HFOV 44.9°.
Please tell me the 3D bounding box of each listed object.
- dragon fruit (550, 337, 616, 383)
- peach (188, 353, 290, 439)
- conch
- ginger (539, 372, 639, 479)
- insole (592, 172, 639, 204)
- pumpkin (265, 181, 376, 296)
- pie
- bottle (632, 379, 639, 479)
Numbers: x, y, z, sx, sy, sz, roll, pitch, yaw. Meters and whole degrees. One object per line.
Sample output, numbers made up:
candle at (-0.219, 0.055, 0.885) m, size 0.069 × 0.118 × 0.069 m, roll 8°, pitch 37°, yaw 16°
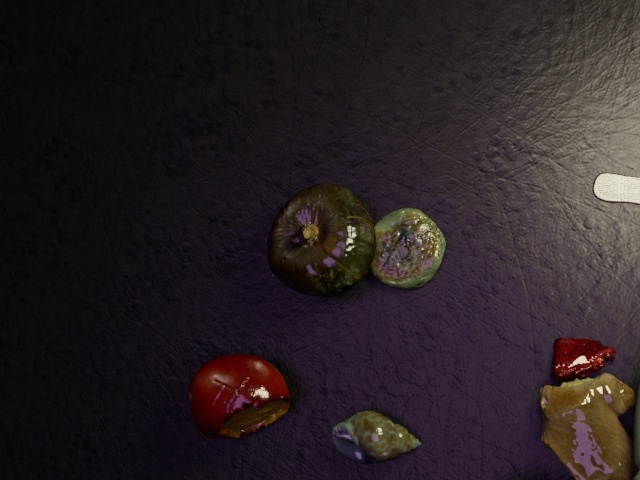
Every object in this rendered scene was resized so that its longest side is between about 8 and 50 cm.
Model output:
dragon fruit at (0.543, 0.251, 1.601) m, size 0.131 × 0.063 × 0.097 m, roll 0°, pitch 82°, yaw 16°
peach at (-0.178, 0.357, 1.731) m, size 0.226 × 0.196 × 0.189 m, roll 12°, pitch 119°, yaw 19°
conch at (0.111, 0.425, 1.683) m, size 0.173 × 0.106 × 0.116 m, roll -14°, pitch 98°, yaw 32°
ginger at (0.556, 0.386, 1.547) m, size 0.276 × 0.130 × 0.221 m, roll 40°, pitch 85°, yaw 12°
insole at (0.708, -0.103, 1.635) m, size 0.254 × 0.005 × 0.086 m, roll 5°, pitch 83°, yaw 17°
pumpkin at (-0.002, 0.000, 1.713) m, size 0.261 × 0.189 × 0.260 m, roll -7°, pitch 75°, yaw 29°
pie at (0.189, 0.018, 1.748) m, size 0.187 × 0.041 × 0.186 m, roll -3°, pitch 80°, yaw 16°
bottle at (0.677, 0.389, 1.406) m, size 0.229 × 0.229 × 0.351 m, roll 13°, pitch 63°, yaw 17°
